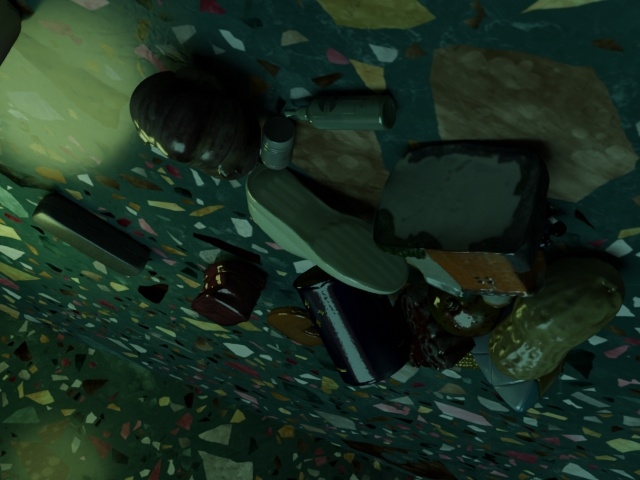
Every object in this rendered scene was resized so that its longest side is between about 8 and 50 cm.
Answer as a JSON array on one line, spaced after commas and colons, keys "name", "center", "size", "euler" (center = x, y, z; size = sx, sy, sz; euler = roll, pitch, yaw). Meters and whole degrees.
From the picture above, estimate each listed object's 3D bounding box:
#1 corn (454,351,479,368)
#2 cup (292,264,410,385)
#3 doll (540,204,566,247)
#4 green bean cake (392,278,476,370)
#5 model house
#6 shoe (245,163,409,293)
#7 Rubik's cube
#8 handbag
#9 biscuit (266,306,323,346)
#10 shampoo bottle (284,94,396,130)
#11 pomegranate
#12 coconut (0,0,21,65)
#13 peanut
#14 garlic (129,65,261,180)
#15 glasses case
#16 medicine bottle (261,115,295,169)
[{"name": "corn", "center": [0.330, 0.256, 1.824], "size": [0.262, 0.097, 0.097], "euler": [3, 148, 32]}, {"name": "cup", "center": [0.089, 0.153, 1.678], "size": [0.178, 0.255, 0.256], "euler": [-18, 104, 29]}, {"name": "doll", "center": [0.347, -0.003, 1.345], "size": [0.096, 0.070, 0.195], "euler": [55, 148, 2]}, {"name": "green bean cake", "center": [0.234, 0.201, 1.679], "size": [0.198, 0.097, 0.232], "euler": [64, 164, 16]}, {"name": "model house", "center": [0.270, -0.001, 1.275], "size": [0.271, 0.190, 0.301], "euler": [3, 152, 36]}, {"name": "shoe", "center": [0.000, 0.000, 1.511], "size": [0.363, 0.132, 0.160], "euler": [36, 158, 4]}, {"name": "Rubik's cube", "center": [0.425, 0.212, 1.632], "size": [0.254, 0.254, 0.254], "euler": [18, 154, 9]}, {"name": "handbag", "center": [-0.243, 0.138, 2.005], "size": [0.146, 0.135, 0.225], "euler": [29, 158, -15]}, {"name": "biscuit", "center": [-0.054, 0.252, 2.185], "size": [0.192, 0.036, 0.186], "euler": [36, 150, -28]}, {"name": "shampoo bottle", "center": [0.023, -0.203, 1.220], "size": [0.195, 0.056, 0.056], "euler": [5, 149, 31]}, {"name": "pomegranate", "center": [0.301, 0.116, 1.527], "size": [0.159, 0.159, 0.205], "euler": [8, 180, 26]}, {"name": "coconut", "center": [-0.602, -0.355, 1.306], "size": [0.147, 0.152, 0.147], "euler": [17, 156, 8]}, {"name": "peanut", "center": [0.411, 0.140, 1.392], "size": [0.159, 0.143, 0.291], "euler": [22, 129, -20]}, {"name": "garlic", "center": [-0.200, -0.203, 1.286], "size": [0.245, 0.160, 0.245], "euler": [26, -178, -1]}, {"name": "glasses case", "center": [-0.624, -0.009, 2.082], "size": [0.323, 0.074, 0.131], "euler": [35, 151, -25]}, {"name": "medicine bottle", "center": [-0.076, -0.172, 1.354], "size": [0.058, 0.058, 0.091], "euler": [21, 155, 3]}]
